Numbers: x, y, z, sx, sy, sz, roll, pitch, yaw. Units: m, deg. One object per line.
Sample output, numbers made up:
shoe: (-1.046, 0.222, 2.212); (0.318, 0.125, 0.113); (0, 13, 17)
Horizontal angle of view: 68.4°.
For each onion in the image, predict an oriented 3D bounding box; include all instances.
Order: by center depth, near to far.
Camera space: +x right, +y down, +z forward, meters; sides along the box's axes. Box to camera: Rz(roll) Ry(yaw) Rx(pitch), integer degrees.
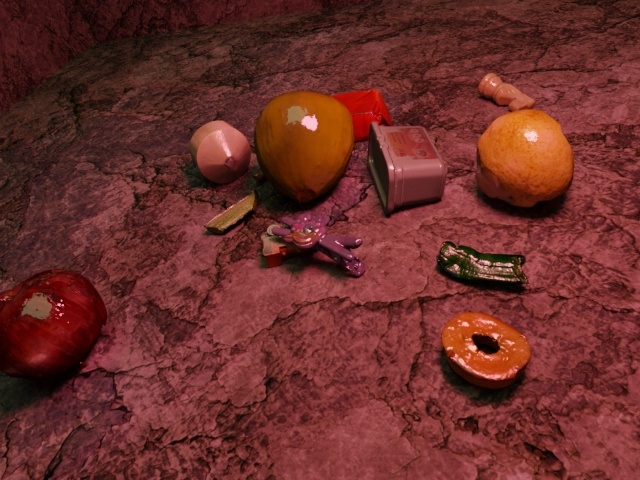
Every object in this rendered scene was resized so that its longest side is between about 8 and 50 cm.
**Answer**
onion: (-0.671, 0.199, 1.149); (0.276, 0.276, 0.276); (-8, 42, 7)

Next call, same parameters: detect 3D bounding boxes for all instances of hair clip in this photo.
hair clip: (0.003, -0.007, 1.256); (0.278, 0.090, 0.137); (28, 58, 17)

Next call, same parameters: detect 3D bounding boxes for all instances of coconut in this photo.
coconut: (-0.350, -0.310, 1.663); (0.202, 0.202, 0.222); (-27, 41, -14)

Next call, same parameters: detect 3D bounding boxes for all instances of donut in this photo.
donut: (0.338, 0.231, 0.981); (0.162, 0.065, 0.178); (-28, 42, -22)

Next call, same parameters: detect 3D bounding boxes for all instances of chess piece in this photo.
chess piece: (0.678, -0.530, 1.719); (0.090, 0.090, 0.200); (-30, 55, -18)

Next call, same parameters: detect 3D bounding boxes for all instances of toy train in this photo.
toy train: (-0.079, 0.003, 1.345); (0.176, 0.074, 0.118); (-10, 51, -2)

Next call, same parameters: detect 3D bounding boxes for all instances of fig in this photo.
fig: (-0.048, -0.291, 1.483); (0.343, 0.343, 0.343); (-8, 42, 7)

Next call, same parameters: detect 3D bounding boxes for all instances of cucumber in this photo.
cucumber: (-0.261, -0.083, 1.505); (0.070, 0.046, 0.220); (30, 59, 36)

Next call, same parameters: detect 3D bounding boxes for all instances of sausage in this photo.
sausage: (-0.201, -0.266, 1.685); (0.040, 0.047, 0.176); (-14, 38, 25)

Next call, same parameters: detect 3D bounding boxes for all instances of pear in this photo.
pear: (0.561, -0.220, 1.281); (0.271, 0.271, 0.271); (-8, 42, 7)

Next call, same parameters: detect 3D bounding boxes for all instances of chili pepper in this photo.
chili pepper: (0.396, 0.062, 1.151); (0.224, 0.061, 0.098); (15, 63, 25)

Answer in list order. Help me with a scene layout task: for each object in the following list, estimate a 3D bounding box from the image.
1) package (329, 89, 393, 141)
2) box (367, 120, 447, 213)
package: (0.057, -0.452, 1.764); (0.424, 0.123, 0.196); (-6, 40, 7)
box: (0.260, -0.236, 1.448); (0.183, 0.175, 0.311); (-6, 41, -4)
